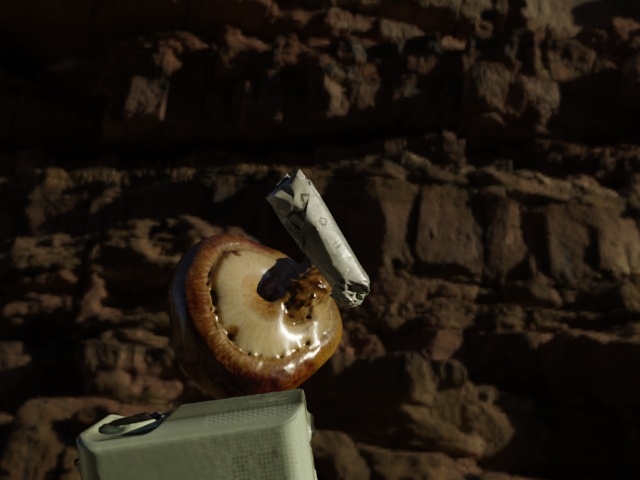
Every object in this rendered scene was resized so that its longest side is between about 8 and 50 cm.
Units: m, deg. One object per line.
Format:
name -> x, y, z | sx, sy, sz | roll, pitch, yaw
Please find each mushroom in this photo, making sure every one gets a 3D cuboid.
mushroom -> -0.108, 0.117, 1.534 | 0.345, 0.345, 0.259 | 18, -46, -26

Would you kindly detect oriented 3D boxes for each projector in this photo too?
projector -> -0.115, 0.245, 0.797 | 0.242, 0.177, 0.163 | -9, -4, 1

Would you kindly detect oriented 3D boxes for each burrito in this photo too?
burrito -> -0.001, 0.000, 1.155 | 0.064, 0.064, 0.203 | -30, -86, 45

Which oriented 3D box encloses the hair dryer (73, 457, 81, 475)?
hair dryer -> -0.378, 0.467, 1.466 | 0.362, 0.128, 0.203 | -37, -91, 32
